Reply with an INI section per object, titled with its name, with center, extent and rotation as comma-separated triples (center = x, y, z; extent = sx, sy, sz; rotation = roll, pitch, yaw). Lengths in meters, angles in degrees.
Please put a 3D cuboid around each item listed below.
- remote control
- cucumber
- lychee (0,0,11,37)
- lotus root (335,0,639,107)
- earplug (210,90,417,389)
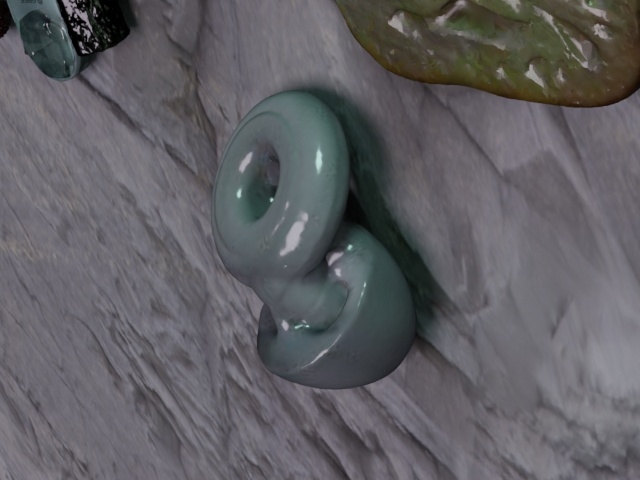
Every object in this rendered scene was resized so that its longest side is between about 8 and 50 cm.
[remote control]
center = -0.334, -0.306, 1.978
extent = 0.104, 0.052, 0.247
rotation = 9, 124, 44
[cucumber]
center = -0.287, -0.349, 1.885
extent = 0.072, 0.072, 0.300
rotation = 5, 119, 45
[lychee]
center = -0.418, -0.275, 2.077
extent = 0.067, 0.068, 0.083
rotation = 59, 167, -11
[lotus root]
center = 0.155, -0.276, 1.445
extent = 0.375, 0.111, 0.390
rotation = 47, 140, 4
[earplug]
center = -0.010, 0.004, 1.783
extent = 0.214, 0.175, 0.326
rotation = -11, 99, 54
